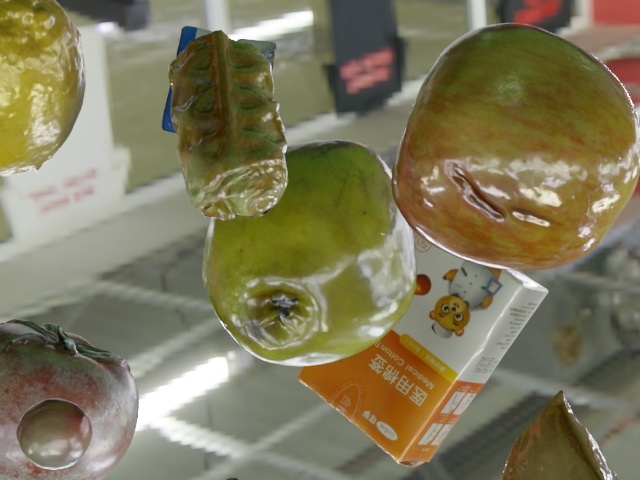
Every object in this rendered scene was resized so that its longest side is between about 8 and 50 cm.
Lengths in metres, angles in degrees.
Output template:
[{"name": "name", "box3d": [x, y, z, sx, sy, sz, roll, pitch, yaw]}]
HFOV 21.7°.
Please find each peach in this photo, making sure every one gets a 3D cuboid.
[{"name": "peach", "box3d": [-0.291, 0.211, 1.834, 0.083, 0.083, 0.083, -5, -161, 2]}]

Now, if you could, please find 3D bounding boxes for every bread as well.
[{"name": "bread", "box3d": [-0.110, -0.135, 1.930, 0.128, 0.232, 0.088, -17, 153, 8]}]

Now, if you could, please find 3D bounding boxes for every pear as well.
[{"name": "pear", "box3d": [0.000, 0.000, 2.251, 0.287, 0.287, 0.375, 5, -144, 28]}]

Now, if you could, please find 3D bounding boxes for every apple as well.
[{"name": "apple", "box3d": [0.211, -0.091, 1.738, 0.264, 0.264, 0.264, -5, -161, 2]}]

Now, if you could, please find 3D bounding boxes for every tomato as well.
[{"name": "tomato", "box3d": [-0.455, 0.271, 2.737, 0.317, 0.282, 0.316, 23, -175, -2]}]

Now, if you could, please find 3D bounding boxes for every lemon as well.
[{"name": "lemon", "box3d": [-0.485, -0.250, 2.492, 0.285, 0.316, 0.285, -14, -136, 14]}]

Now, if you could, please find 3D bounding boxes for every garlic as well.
[{"name": "garlic", "box3d": [0.290, 0.322, 1.758, 0.151, 0.196, 0.338, -12, -150, -8]}]

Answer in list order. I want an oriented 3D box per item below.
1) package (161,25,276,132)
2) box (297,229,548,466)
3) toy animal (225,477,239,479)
[{"name": "package", "box3d": [-0.158, -0.237, 2.581, 0.173, 0.171, 0.027, 15, -174, 26]}, {"name": "box", "box3d": [0.153, 0.148, 2.561, 0.225, 0.341, 0.143, 38, -169, 23]}, {"name": "toy animal", "box3d": [-0.117, 0.352, 1.677, 0.099, 0.241, 0.057, 20, -177, -43]}]
